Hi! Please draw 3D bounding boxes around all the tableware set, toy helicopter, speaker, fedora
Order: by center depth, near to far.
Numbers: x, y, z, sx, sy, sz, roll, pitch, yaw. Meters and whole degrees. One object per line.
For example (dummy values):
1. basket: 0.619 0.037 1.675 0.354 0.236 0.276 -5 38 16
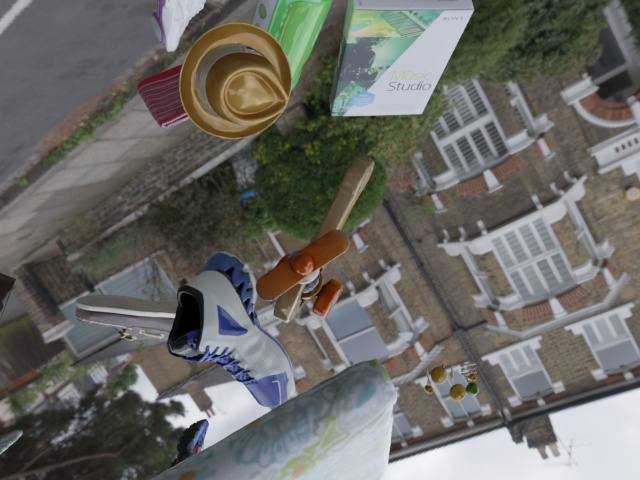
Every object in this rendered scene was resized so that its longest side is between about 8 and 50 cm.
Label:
1. fedora: -0.114 -0.231 0.706 0.194 0.194 0.079 -33 -132 -15
2. speaker: -0.065 -0.402 0.854 0.131 0.131 0.296 -36 172 -33
3. toy helicopter: 0.000 0.000 0.868 0.355 0.140 0.235 -63 168 13
4. tableware set: 0.363 0.394 1.272 0.154 0.104 0.024 -7 179 -8

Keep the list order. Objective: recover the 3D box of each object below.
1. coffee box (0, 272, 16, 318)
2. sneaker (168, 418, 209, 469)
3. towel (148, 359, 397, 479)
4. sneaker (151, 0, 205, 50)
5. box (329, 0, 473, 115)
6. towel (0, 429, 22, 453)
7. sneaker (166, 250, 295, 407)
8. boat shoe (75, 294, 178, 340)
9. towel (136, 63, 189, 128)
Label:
1. coffee box: -0.609 0.078 0.622 0.118 0.168 0.297 -2 156 17
2. sneaker: -0.392 0.652 1.400 0.083 0.087 0.221 -21 -148 30
3. towel: -0.054 0.323 0.603 0.320 0.090 0.375 -28 143 -18
4. sneaker: -0.396 -0.651 1.309 0.152 0.114 0.305 -21 173 -27
5. box: 0.152 -0.384 0.980 0.232 0.059 0.322 -4 159 -7
6. towel: -0.743 0.470 1.012 0.113 0.023 0.152 -26 -178 -16
7. sneaker: -0.189 0.197 0.868 0.127 0.316 0.182 -17 -169 38
8. boat shoe: -0.428 0.193 1.102 0.116 0.097 0.324 21 -177 38
9. towel: -0.323 -0.361 1.091 0.198 0.031 0.275 -29 -136 -12
